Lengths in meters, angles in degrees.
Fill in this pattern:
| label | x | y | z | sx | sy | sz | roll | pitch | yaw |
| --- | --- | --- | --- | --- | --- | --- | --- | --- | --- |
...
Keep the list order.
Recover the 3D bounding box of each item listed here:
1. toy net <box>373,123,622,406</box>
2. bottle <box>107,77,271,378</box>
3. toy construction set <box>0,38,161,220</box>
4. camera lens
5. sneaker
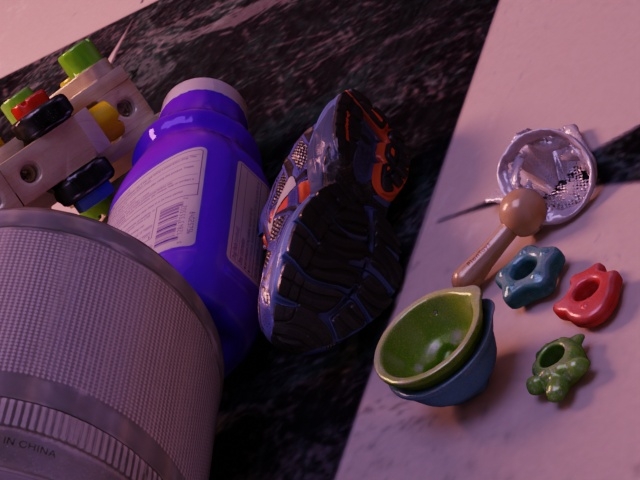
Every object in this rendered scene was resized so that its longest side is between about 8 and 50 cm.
| label | x | y | z | sx | sy | sz | roll | pitch | yaw |
| --- | --- | --- | --- | --- | --- | --- | --- | --- | --- |
| toy net | 0.114 | -0.001 | 1.020 | 0.122 | 0.045 | 0.232 | -18 | 35 | 39 |
| bottle | -0.090 | -0.012 | 1.251 | 0.118 | 0.092 | 0.283 | -36 | 27 | 23 |
| toy construction set | -0.239 | -0.022 | 1.378 | 0.328 | 0.151 | 0.215 | -52 | 13 | -19 |
| camera lens | -0.171 | 0.131 | 1.007 | 0.219 | 0.219 | 0.274 | -30 | 29 | 23 |
| sneaker | 0.000 | 0.000 | 1.152 | 0.087 | 0.083 | 0.221 | -40 | 18 | 34 |
